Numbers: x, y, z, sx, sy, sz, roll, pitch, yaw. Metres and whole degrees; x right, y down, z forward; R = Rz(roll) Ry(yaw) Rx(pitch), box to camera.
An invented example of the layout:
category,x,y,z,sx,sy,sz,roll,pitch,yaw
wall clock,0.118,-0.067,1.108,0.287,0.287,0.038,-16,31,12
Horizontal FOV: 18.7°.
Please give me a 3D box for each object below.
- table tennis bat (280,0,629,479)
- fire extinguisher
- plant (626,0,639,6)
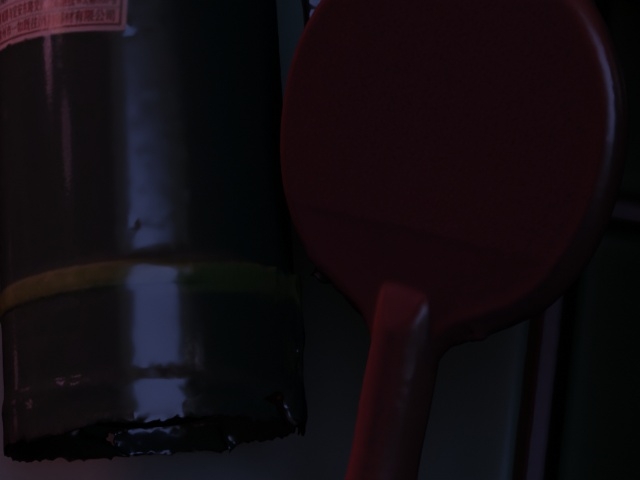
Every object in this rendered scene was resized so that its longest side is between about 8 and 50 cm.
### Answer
category,x,y,z,sx,sy,sz,roll,pitch,yaw
table tennis bat,0.000,0.000,0.488,0.107,0.119,0.170,15,99,34
fire extinguisher,-0.056,-0.082,0.602,0.118,0.093,0.294,-10,75,25
plant,0.163,-0.194,0.632,0.142,0.164,0.256,13,87,-6
